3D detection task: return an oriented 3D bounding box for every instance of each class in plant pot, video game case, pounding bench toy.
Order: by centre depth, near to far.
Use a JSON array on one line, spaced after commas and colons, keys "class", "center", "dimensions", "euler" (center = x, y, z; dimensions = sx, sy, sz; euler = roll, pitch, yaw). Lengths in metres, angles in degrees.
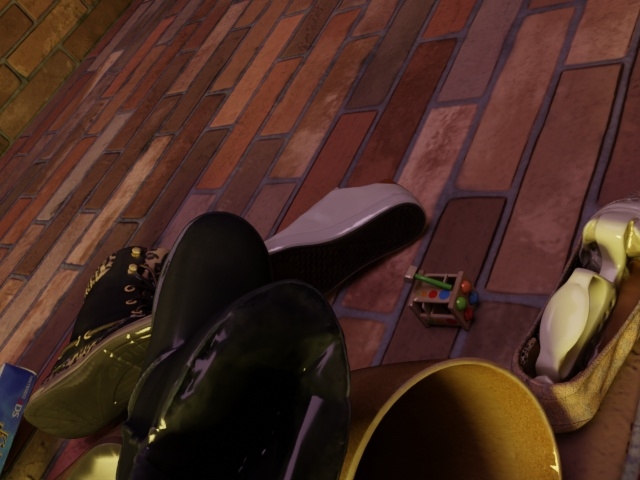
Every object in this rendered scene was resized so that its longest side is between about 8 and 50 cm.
[{"class": "plant pot", "center": [0.044, 0.217, 0.571], "dimensions": [0.254, 0.237, 0.237], "euler": [-7, 47, 58]}, {"class": "pounding bench toy", "center": [0.142, 0.061, 0.722], "dimensions": [0.065, 0.083, 0.052], "euler": [-2, 52, 39]}, {"class": "video game case", "center": [-0.549, 0.362, 0.957], "dimensions": [0.244, 0.061, 0.269], "euler": [-39, 34, 35]}]

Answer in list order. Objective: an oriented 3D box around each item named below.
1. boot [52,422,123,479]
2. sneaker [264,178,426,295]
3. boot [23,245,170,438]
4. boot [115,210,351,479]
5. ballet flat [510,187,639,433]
[{"class": "boot", "center": [-0.342, 0.363, 0.846], "dimensions": [0.305, 0.112, 0.115], "euler": [-41, 8, 7]}, {"class": "sneaker", "center": [0.000, 0.000, 0.884], "dimensions": [0.290, 0.106, 0.123], "euler": [-23, 35, -2]}, {"class": "boot", "center": [-0.265, 0.113, 0.941], "dimensions": [0.377, 0.138, 0.284], "euler": [-33, 31, 22]}, {"class": "boot", "center": [-0.093, 0.094, 0.541], "dimensions": [0.445, 0.146, 0.366], "euler": [133, 147, -71]}, {"class": "ballet flat", "center": [0.285, 0.041, 0.608], "dimensions": [0.108, 0.106, 0.316], "euler": [14, 63, 46]}]
